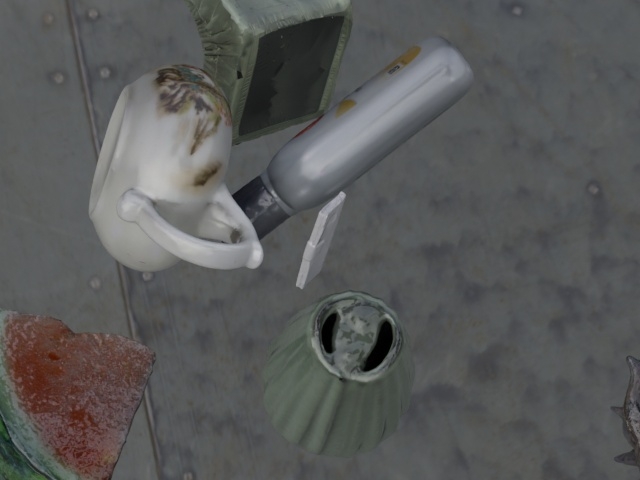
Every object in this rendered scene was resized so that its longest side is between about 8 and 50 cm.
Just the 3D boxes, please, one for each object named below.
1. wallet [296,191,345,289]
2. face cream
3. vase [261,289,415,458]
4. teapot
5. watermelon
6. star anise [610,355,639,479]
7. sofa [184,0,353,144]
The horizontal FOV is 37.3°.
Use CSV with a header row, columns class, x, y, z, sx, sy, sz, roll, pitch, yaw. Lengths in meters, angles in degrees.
class,x,y,z,sx,sy,sz,roll,pitch,yaw
wallet,0.000,0.000,0.790,0.011,0.083,0.044,28,38,12
face cream,0.017,-0.091,0.940,0.291,0.144,0.071,-37,99,6
vase,0.017,0.100,0.745,0.128,0.248,0.128,1,72,-3
teapot,-0.140,-0.061,0.914,0.139,0.204,0.298,18,29,-21
watermelon,-0.254,0.162,0.921,0.207,0.136,0.202,34,75,31
star anise,0.337,0.207,0.913,0.061,0.180,0.204,-8,57,-3
sofa,-0.092,-0.257,1.240,0.210,0.225,0.176,-25,58,-33
